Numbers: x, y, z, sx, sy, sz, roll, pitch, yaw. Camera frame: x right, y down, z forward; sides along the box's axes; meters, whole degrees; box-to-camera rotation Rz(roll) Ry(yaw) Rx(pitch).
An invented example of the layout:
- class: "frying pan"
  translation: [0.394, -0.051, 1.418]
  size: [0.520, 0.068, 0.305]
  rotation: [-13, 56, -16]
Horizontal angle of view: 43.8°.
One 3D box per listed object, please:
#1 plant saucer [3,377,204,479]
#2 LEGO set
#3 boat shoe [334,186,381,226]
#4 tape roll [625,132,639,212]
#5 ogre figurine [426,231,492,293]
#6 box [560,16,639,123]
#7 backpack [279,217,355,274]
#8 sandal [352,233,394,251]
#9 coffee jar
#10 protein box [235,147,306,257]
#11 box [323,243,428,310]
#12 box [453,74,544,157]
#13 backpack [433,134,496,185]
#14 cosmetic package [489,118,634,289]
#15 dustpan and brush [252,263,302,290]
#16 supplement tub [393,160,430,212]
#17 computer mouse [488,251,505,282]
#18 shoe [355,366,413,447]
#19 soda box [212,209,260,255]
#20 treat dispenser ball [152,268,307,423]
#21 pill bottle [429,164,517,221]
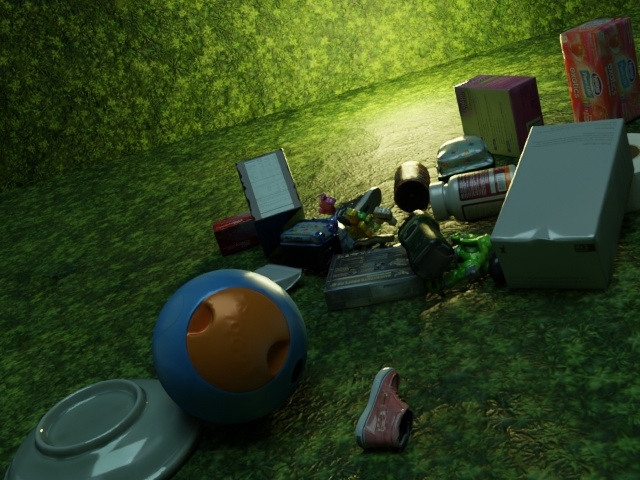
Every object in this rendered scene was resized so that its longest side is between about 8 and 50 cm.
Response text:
- class: "plant saucer"
  translation: [-0.427, 0.367, 1.525]
  size: [0.400, 0.100, 0.400]
  rotation: [-15, 23, 6]
- class: "LEGO set"
  translation: [0.079, -0.067, 2.120]
  size: [0.227, 0.093, 0.087]
  rotation: [10, 55, 24]
- class: "boat shoe"
  translation: [0.105, -0.100, 2.265]
  size: [0.083, 0.065, 0.183]
  rotation: [3, 32, 31]
- class: "tape roll"
  translation: [0.718, -0.166, 1.952]
  size: [0.286, 0.100, 0.286]
  rotation: [-15, 22, 6]
- class: "ogre figurine"
  translation: [0.315, 0.042, 1.762]
  size: [0.118, 0.097, 0.197]
  rotation: [-13, 9, 41]
- class: "box"
  translation: [0.836, -0.491, 2.354]
  size: [0.154, 0.300, 0.142]
  rotation: [-26, 23, -24]
- class: "backpack"
  translation: [0.000, 0.000, 2.051]
  size: [0.158, 0.117, 0.173]
  rotation: [4, 28, 39]
- class: "sandal"
  translation: [0.133, 0.015, 1.976]
  size: [0.072, 0.049, 0.180]
  rotation: [-10, -2, -21]
- class: "coffee jar"
  translation: [0.230, 0.006, 1.759]
  size: [0.096, 0.079, 0.184]
  rotation: [-51, 21, 17]
- class: "protein box"
  translation: [-0.126, -0.099, 2.156]
  size: [0.136, 0.200, 0.201]
  rotation: [-18, 60, -3]
- class: "box"
  translation: [0.133, 0.079, 1.850]
  size: [0.231, 0.056, 0.183]
  rotation: [-11, 24, 13]
- class: "box"
  translation: [0.546, -0.382, 2.417]
  size: [0.117, 0.213, 0.243]
  rotation: [-28, 24, -24]
- class: "backpack"
  translation: [0.403, -0.213, 2.227]
  size: [0.166, 0.144, 0.188]
  rotation: [-18, 19, 12]
- class: "cosmetic package"
  translation: [0.526, -0.082, 1.699]
  size: [0.217, 0.156, 0.385]
  rotation: [1, 46, 35]
- class: "dustpan and brush"
  translation: [-0.158, 0.129, 1.957]
  size: [0.211, 0.060, 0.147]
  rotation: [-26, 22, -38]
- class: "supplement tub"
  translation: [0.259, -0.160, 2.248]
  size: [0.106, 0.106, 0.198]
  rotation: [-12, 23, 11]
- class: "computer mouse"
  translation: [0.425, 0.019, 1.774]
  size: [0.041, 0.071, 0.242]
  rotation: [-12, 19, 40]
- class: "shoe"
  translation: [0.126, 0.289, 1.372]
  size: [0.081, 0.063, 0.178]
  rotation: [-3, 32, 27]
- class: "soda box"
  translation: [-0.177, -0.044, 2.315]
  size: [0.263, 0.083, 0.092]
  rotation: [-19, 22, -4]
- class: "treat dispenser ball"
  translation: [-0.168, 0.197, 1.488]
  size: [0.288, 0.288, 0.288]
  rotation: [-14, 23, 6]
- class: "pill bottle"
  translation: [0.396, -0.116, 2.029]
  size: [0.221, 0.121, 0.121]
  rotation: [-9, 24, 17]
